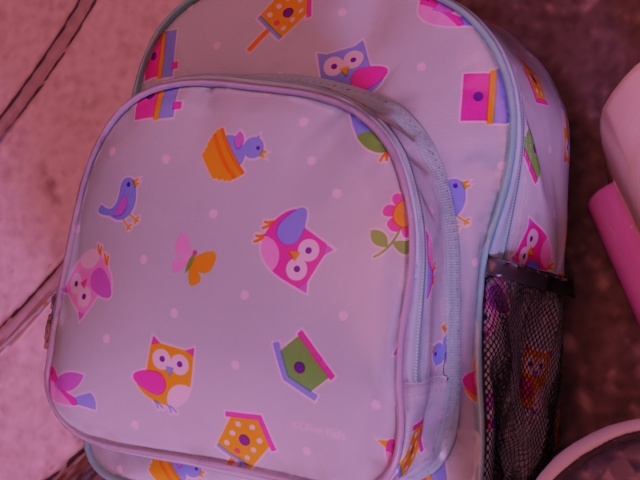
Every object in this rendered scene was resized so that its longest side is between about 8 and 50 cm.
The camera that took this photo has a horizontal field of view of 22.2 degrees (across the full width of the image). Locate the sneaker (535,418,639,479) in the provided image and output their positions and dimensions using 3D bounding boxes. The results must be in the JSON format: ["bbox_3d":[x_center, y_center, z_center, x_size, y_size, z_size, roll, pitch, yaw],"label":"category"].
[{"bbox_3d":[0.150,0.188,0.496,0.110,0.118,0.292,-24,83,1],"label":"sneaker"}]

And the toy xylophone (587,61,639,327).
[{"bbox_3d":[0.236,-0.025,0.482,0.323,0.081,0.236,-21,63,20],"label":"toy xylophone"}]

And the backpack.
[{"bbox_3d":[0.000,0.000,0.559,0.166,0.144,0.188,7,83,28],"label":"backpack"}]
